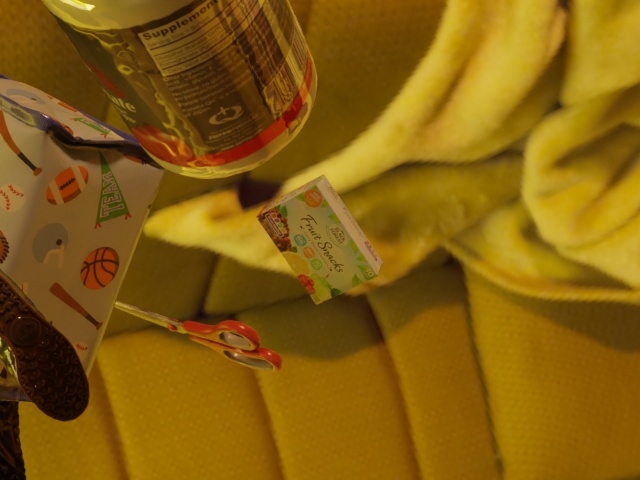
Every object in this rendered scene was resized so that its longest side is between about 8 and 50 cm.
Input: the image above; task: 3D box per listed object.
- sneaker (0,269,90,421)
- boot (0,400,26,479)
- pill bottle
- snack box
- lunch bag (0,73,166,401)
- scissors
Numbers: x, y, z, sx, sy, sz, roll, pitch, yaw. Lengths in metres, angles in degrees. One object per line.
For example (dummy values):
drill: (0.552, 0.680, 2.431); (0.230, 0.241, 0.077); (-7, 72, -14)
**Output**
sneaker: (-0.298, 0.089, 1.244); (0.064, 0.086, 0.192); (-38, 115, -12)
boot: (-0.469, 0.325, 1.678); (0.094, 0.246, 0.207); (14, 136, -26)
pill bottle: (-0.125, -0.203, 1.009); (0.176, 0.176, 0.318); (-23, 145, 3)
snack box: (0.000, 0.000, 1.583); (0.100, 0.141, 0.037); (-27, -164, 28)
lunch bag: (-0.412, -0.034, 1.445); (0.239, 0.385, 0.327); (17, 99, -51)
scissors: (-0.185, 0.129, 1.741); (0.297, 0.021, 0.109); (8, 149, 33)
